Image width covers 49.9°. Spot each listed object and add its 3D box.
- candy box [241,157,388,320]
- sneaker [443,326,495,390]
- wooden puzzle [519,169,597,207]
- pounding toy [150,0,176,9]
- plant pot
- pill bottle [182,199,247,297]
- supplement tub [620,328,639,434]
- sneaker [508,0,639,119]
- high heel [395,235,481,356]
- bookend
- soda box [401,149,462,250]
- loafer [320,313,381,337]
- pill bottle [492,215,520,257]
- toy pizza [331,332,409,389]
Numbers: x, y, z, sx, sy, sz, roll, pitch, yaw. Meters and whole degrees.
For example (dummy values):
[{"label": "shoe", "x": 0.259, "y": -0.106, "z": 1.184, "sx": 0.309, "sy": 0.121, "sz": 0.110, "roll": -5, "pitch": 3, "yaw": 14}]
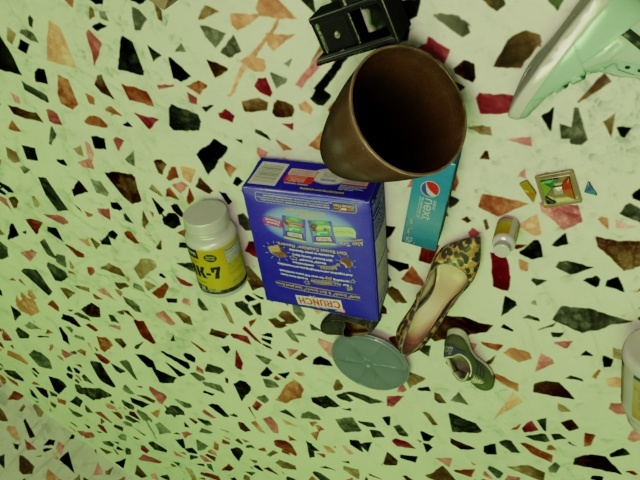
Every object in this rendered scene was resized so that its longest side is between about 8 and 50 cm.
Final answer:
[{"label": "candy box", "x": 0.000, "y": 0.000, "z": 1.432, "sx": 0.268, "sy": 0.122, "sz": 0.317, "roll": 9, "pitch": 131, "yaw": 19}, {"label": "sneaker", "x": 0.328, "y": 0.291, "z": 1.545, "sx": 0.064, "sy": 0.086, "sz": 0.192, "roll": -16, "pitch": 120, "yaw": 36}, {"label": "wooden puzzle", "x": 0.420, "y": -0.089, "z": 1.218, "sx": 0.116, "sy": 0.014, "sz": 0.078, "roll": -16, "pitch": 120, "yaw": 35}, {"label": "pounding toy", "x": -0.271, "y": -0.463, "z": 1.156, "sx": 0.100, "sy": 0.130, "sz": 0.141, "roll": 34, "pitch": 135, "yaw": -4}, {"label": "plant pot", "x": 0.093, "y": -0.186, "z": 1.176, "sx": 0.215, "sy": 0.215, "sz": 0.230, "roll": 43, "pitch": 155, "yaw": -13}, {"label": "pill bottle", "x": -0.242, "y": 0.018, "z": 1.573, "sx": 0.119, "sy": 0.119, "sz": 0.208, "roll": 8, "pitch": 131, "yaw": 21}, {"label": "supplement tub", "x": 0.658, "y": 0.278, "z": 1.327, "sx": 0.144, "sy": 0.144, "sz": 0.199, "roll": 3, "pitch": 130, "yaw": 25}, {"label": "sneaker", "x": 0.402, "y": -0.249, "z": 1.032, "sx": 0.151, "sy": 0.094, "sz": 0.256, "roll": 30, "pitch": 137, "yaw": -5}, {"label": "high heel", "x": 0.238, "y": 0.117, "z": 1.367, "sx": 0.093, "sy": 0.186, "sz": 0.261, "roll": 30, "pitch": 135, "yaw": 0}, {"label": "bookend", "x": 0.042, "y": -0.384, "z": 1.108, "sx": 0.156, "sy": 0.072, "sz": 0.157, "roll": -7, "pitch": 124, "yaw": 32}, {"label": "soda box", "x": 0.207, "y": -0.084, "z": 1.291, "sx": 0.071, "sy": 0.067, "sz": 0.210, "roll": 17, "pitch": 134, "yaw": 13}, {"label": "loafer", "x": 0.062, "y": 0.199, "z": 1.617, "sx": 0.170, "sy": 0.061, "sz": 0.062, "roll": -21, "pitch": 118, "yaw": 39}, {"label": "pill bottle", "x": 0.344, "y": -0.006, "z": 1.279, "sx": 0.043, "sy": 0.083, "sz": 0.043, "roll": 14, "pitch": 133, "yaw": 16}, {"label": "toy pizza", "x": 0.123, "y": 0.293, "z": 1.690, "sx": 0.201, "sy": 0.032, "sz": 0.201, "roll": 15, "pitch": 134, "yaw": 16}]
